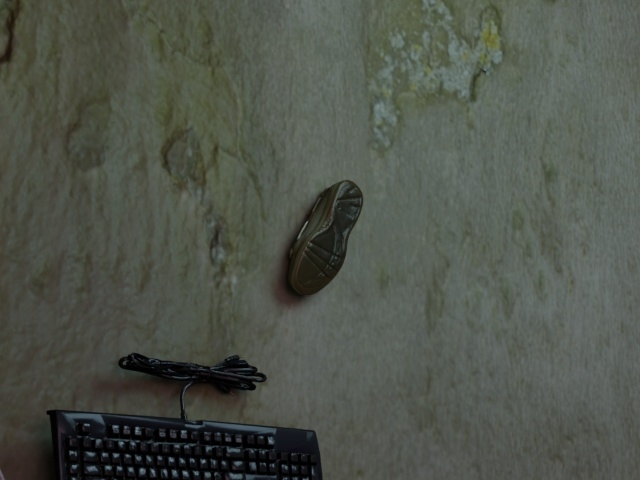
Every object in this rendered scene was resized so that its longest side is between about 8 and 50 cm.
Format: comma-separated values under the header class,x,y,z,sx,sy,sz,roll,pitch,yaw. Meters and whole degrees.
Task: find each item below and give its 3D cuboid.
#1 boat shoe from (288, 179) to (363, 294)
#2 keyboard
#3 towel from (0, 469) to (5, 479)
class,x,y,z,sx,sy,sz,roll,pitch,yaw
boat shoe,-0.001,-0.002,1.940,0.056,0.048,0.153,38,60,-28
keyboard,-0.133,0.200,1.748,0.317,0.033,0.201,9,58,-37
towel,-0.403,0.202,1.595,0.197,0.029,0.144,-24,84,-38
